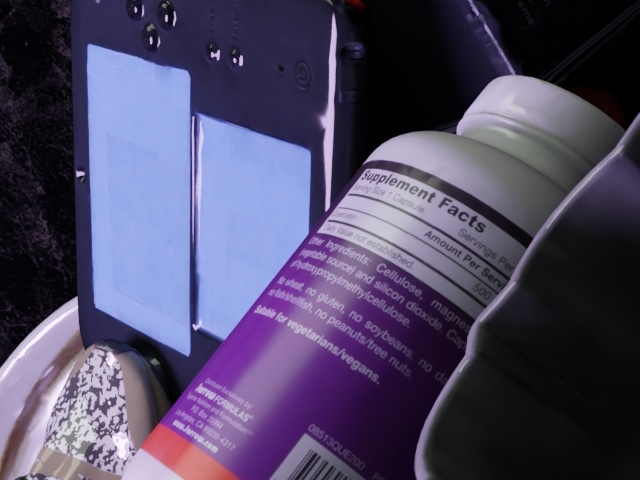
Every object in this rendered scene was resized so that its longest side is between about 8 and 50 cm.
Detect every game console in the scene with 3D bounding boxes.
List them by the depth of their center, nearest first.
[{"bbox_3d":[-0.089,-0.018,1.007,0.060,0.387,0.342,-12,23,-35],"label":"game console"}]

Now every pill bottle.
[{"bbox_3d":[0.051,0.068,0.730,0.323,0.181,0.181,-52,9,-14],"label":"pill bottle"}]

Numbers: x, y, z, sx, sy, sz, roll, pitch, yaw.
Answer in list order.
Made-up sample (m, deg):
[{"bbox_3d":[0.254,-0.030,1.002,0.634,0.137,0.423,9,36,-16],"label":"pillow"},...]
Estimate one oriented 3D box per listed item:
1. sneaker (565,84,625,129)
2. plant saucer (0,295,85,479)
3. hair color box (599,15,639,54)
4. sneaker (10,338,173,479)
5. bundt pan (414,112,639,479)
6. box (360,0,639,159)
[{"bbox_3d":[0.150,-0.059,1.037,0.221,0.087,0.128,-43,12,30],"label":"sneaker"},{"bbox_3d":[-0.194,0.231,1.214,0.400,0.100,0.400,-24,50,32],"label":"plant saucer"},{"bbox_3d":[0.280,-0.233,1.290,0.072,0.043,0.141,-46,9,16],"label":"hair color box"},{"bbox_3d":[-0.238,0.266,1.011,0.158,0.182,0.410,12,79,39],"label":"sneaker"},{"bbox_3d":[0.181,0.028,0.449,0.331,0.124,0.331,-49,9,10],"label":"bundt pan"},{"bbox_3d":[0.102,-0.292,1.129,0.471,0.297,0.480,-37,10,-30],"label":"box"}]
